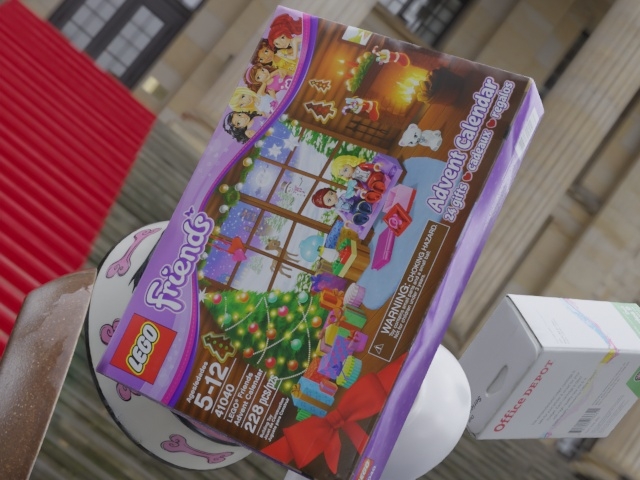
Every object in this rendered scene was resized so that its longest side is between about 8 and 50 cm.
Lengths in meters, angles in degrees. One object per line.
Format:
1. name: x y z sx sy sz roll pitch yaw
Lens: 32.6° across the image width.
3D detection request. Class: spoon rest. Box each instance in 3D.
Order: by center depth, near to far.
1. spoon rest: 0.007 0.183 0.934 0.137 0.276 0.084 44 -16 30

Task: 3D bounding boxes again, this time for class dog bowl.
1. dog bowl: -0.157 0.145 1.711 0.150 0.408 0.408 -22 -54 41

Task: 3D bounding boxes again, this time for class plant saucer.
1. plant saucer: -0.183 0.104 0.649 0.036 0.198 0.198 22 -8 -13

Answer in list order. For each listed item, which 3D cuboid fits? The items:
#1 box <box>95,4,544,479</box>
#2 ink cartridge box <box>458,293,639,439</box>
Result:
1. box: 0.000 0.000 0.745 0.201 0.293 0.057 21 -10 25
2. ink cartridge box: 0.274 0.149 1.266 0.212 0.154 0.093 4 40 -33
